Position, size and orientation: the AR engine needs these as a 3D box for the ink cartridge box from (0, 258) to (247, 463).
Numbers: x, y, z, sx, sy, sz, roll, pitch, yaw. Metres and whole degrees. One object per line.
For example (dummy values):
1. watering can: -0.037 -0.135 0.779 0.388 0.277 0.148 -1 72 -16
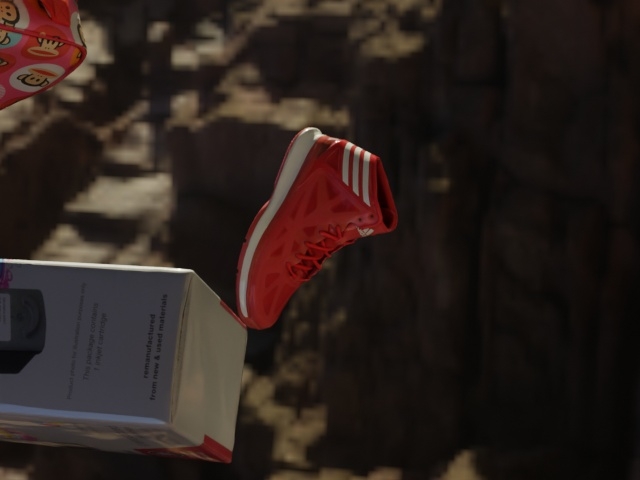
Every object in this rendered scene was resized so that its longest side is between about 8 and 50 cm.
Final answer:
1. ink cartridge box: -0.231 0.096 1.592 0.226 0.306 0.131 51 -138 -74

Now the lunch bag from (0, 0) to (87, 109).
1. lunch bag: -0.405 -0.233 2.129 0.293 0.258 0.120 13 -119 -48

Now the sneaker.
1. sneaker: 0.000 0.000 2.047 0.087 0.128 0.221 16 -88 -64
